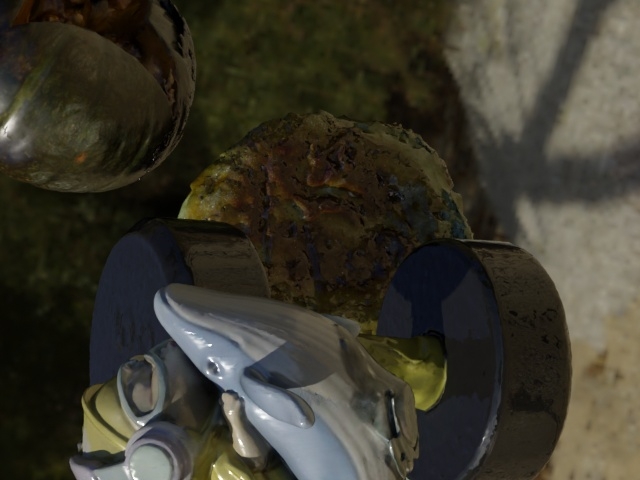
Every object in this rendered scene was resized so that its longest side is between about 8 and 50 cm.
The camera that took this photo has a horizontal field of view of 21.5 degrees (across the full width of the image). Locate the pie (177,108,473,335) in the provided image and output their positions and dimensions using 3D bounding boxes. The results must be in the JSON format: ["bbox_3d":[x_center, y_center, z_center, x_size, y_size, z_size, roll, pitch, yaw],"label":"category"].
[{"bbox_3d":[0.000,0.000,1.819,0.355,0.288,0.103,-39,-14,-19],"label":"pie"}]

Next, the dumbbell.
[{"bbox_3d":[0.006,0.092,1.263,0.204,0.322,0.203,-13,76,63],"label":"dumbbell"}]

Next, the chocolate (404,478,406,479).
[{"bbox_3d":[0.092,0.196,1.686,0.182,0.028,0.086,-61,-31,-21],"label":"chocolate"}]

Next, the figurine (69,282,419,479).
[{"bbox_3d":[-0.034,0.116,0.886,0.208,0.184,0.128,67,-162,-10],"label":"figurine"}]

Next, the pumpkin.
[{"bbox_3d":[-0.280,-0.185,1.775,0.192,0.320,0.320,-53,11,27],"label":"pumpkin"}]

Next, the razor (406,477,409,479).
[{"bbox_3d":[0.116,0.244,1.466,0.111,0.278,0.056,11,67,56],"label":"razor"}]
